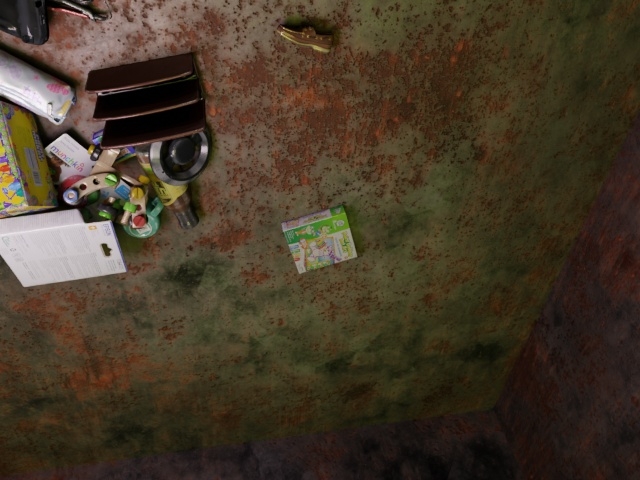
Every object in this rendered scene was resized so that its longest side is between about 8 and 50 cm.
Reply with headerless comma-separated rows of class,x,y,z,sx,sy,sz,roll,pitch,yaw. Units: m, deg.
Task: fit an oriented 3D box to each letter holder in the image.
letter holder,-0.489,-0.388,1.576,0.302,0.214,0.152,-12,134,-3

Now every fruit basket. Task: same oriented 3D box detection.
fruit basket,-0.818,-0.123,1.770,0.353,0.165,0.327,-33,139,6

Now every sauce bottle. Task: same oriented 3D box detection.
sauce bottle,-0.491,-0.178,1.840,0.111,0.111,0.344,-17,132,2

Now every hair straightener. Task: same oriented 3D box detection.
hair straightener,-0.652,-0.624,1.432,0.230,0.047,0.089,14,127,-18

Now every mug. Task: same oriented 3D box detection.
mug,-0.610,-0.082,1.908,0.130,0.097,0.157,9,129,-21

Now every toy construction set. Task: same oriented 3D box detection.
toy construction set,-0.603,-0.173,1.712,0.258,0.237,0.309,19,173,6

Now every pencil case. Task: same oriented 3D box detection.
pencil case,-0.819,-0.423,1.527,0.273,0.124,0.113,28,148,-31

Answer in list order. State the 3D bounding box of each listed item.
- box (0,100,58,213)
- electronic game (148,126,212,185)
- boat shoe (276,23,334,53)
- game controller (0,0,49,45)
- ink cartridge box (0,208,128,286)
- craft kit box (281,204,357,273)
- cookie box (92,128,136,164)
box,-0.939,-0.202,1.559,0.279,0.177,0.289,-13,93,2
electronic game,-0.431,-0.280,1.733,0.229,0.048,0.229,-31,133,-39
boat shoe,-0.042,-0.593,1.607,0.178,0.064,0.060,8,124,-29
game controller,-0.744,-0.628,1.339,0.166,0.067,0.319,29,138,5
ink cartridge box,-0.790,0.023,1.723,0.330,0.071,0.324,-9,151,-15
craft kit box,0.000,0.000,2.165,0.247,0.061,0.250,-19,134,0
cookie box,-0.638,-0.300,1.741,0.092,0.040,0.107,-23,134,8
